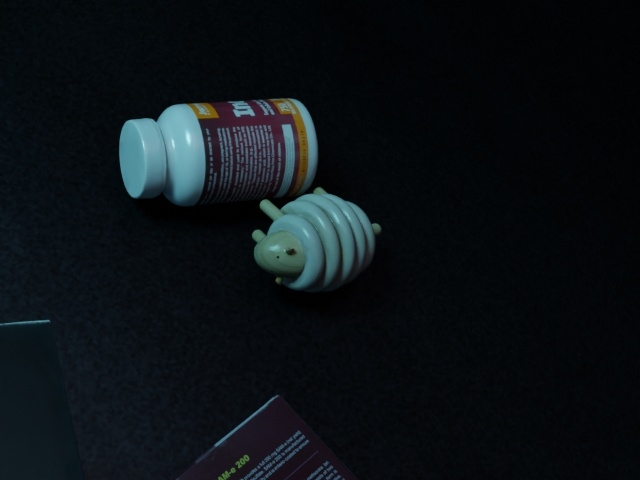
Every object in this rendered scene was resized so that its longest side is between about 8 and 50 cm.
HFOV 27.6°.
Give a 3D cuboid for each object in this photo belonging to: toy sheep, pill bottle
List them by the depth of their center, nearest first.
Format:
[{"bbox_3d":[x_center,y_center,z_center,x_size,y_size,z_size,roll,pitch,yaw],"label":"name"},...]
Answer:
[{"bbox_3d":[0.000,0.000,1.081,0.132,0.091,0.091,-19,67,-37],"label":"toy sheep"},{"bbox_3d":[-0.086,-0.073,1.091,0.152,0.086,0.086,-6,61,-27],"label":"pill bottle"}]

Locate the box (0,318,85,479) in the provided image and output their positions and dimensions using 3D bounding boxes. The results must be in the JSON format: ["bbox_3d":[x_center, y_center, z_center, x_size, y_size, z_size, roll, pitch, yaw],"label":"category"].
[{"bbox_3d":[-0.201,0.207,0.794,0.103,0.184,0.261,-3,60,-27],"label":"box"}]

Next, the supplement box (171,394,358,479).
[{"bbox_3d":[-0.002,0.243,0.923,0.239,0.073,0.130,47,52,10],"label":"supplement box"}]
